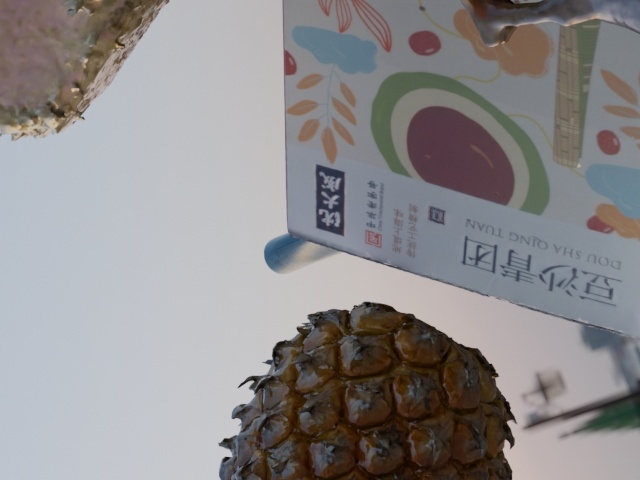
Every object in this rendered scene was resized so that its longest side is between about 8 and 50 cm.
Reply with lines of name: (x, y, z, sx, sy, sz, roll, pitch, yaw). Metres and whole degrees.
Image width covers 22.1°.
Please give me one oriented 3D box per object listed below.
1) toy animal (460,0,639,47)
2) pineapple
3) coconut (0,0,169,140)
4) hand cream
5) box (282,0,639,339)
toy animal: (0.243, -0.154, 1.078, 0.225, 0.302, 0.284, -14, -83, -70)
pineapple: (0.052, 0.246, 1.856, 0.300, 0.352, 0.352, -68, -31, -27)
coconut: (-0.281, -0.285, 1.292, 0.404, 0.404, 0.405, -21, -90, -82)
hand cream: (0.000, 0.000, 2.041, 0.083, 0.224, 0.048, 24, -116, -32)
box: (0.148, -0.135, 1.356, 0.122, 0.344, 0.385, -56, -25, -43)
